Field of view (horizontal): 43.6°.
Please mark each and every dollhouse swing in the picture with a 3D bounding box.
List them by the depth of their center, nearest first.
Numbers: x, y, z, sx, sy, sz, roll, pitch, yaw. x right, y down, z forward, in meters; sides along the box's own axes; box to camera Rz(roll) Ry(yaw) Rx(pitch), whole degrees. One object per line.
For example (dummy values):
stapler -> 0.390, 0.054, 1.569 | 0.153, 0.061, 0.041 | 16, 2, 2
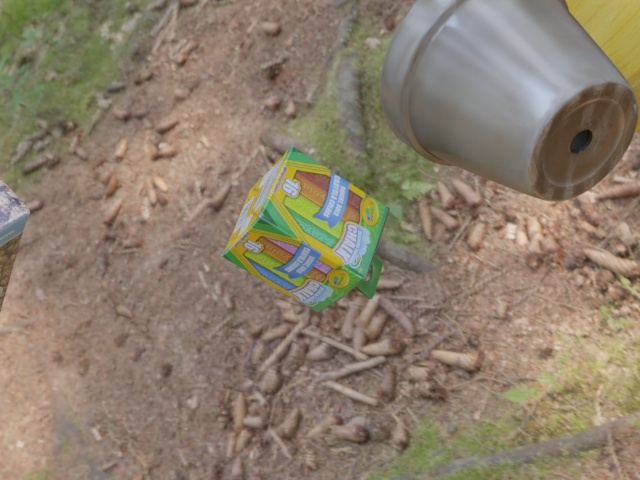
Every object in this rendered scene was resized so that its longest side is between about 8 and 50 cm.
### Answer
dollhouse swing -> 0.657, -0.346, 1.430 | 0.315, 0.305, 0.346 | -44, 33, 41

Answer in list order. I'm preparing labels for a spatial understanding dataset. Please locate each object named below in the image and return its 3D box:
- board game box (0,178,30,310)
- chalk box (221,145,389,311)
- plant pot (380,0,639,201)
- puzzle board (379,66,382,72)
board game box -> -0.395, 0.055, 0.654 | 0.141, 0.232, 0.291 | 45, 141, 3
chalk box -> 0.000, 0.000, 1.483 | 0.179, 0.289, 0.180 | -41, 24, 51
plant pot -> 0.291, -0.205, 1.168 | 0.323, 0.323, 0.280 | -49, 45, 12
puzzle board -> 0.175, -0.282, 1.469 | 0.096, 0.011, 0.128 | -26, 92, 34
